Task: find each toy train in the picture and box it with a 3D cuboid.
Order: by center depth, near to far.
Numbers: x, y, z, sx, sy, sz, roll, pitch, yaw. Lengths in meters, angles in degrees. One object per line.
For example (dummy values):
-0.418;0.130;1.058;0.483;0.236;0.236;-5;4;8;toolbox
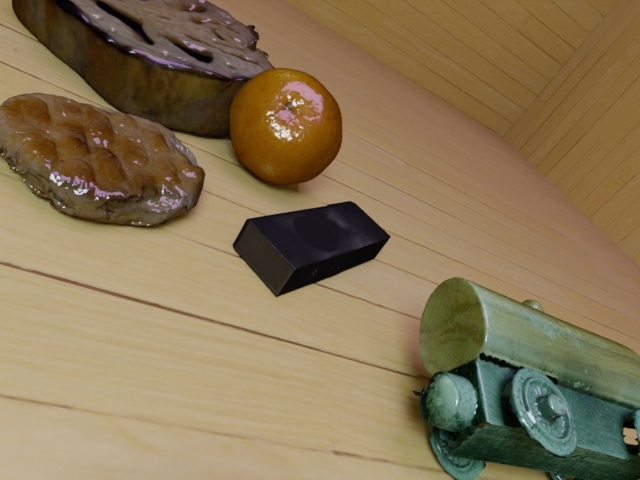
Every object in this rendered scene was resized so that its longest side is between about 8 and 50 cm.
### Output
0.214;0.153;0.449;0.307;0.126;0.189;21;37;-22;toy train

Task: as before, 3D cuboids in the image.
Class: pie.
-0.208;-0.081;0.445;0.195;0.046;0.195;26;28;-15;pie

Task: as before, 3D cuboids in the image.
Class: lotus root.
-0.248;-0.305;0.688;0.374;0.111;0.390;18;35;-26;lotus root

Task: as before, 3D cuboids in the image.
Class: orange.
-0.048;-0.153;0.625;0.159;0.159;0.136;33;-14;-3;orange

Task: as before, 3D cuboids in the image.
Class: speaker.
0.000;0.000;0.546;0.082;0.044;0.218;46;30;20;speaker

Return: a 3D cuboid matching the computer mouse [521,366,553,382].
0.252;0.152;0.569;0.192;0.062;0.106;25;30;-15;computer mouse
